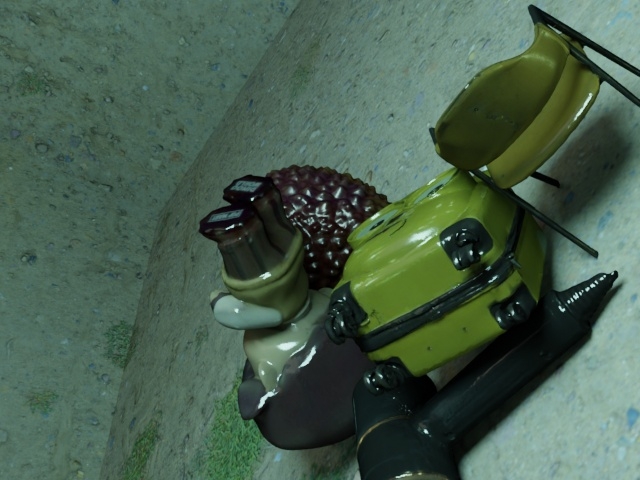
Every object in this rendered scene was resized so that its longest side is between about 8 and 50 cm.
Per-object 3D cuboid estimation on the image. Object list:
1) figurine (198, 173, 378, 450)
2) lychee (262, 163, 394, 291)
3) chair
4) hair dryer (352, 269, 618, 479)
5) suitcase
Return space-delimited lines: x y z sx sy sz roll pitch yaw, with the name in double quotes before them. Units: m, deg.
"figurine" -0.054 0.108 1.059 0.206 0.365 0.218 -25 26 24
"lychee" 0.000 0.000 1.239 0.271 0.271 0.271 -50 25 34
"chair" 0.215 -0.117 0.820 0.159 0.246 0.172 -51 23 30
"hair dryer" 0.170 0.139 0.879 0.352 0.107 0.189 -47 24 22
"suitcase" 0.119 0.027 0.869 0.194 0.143 0.235 -33 9 28
